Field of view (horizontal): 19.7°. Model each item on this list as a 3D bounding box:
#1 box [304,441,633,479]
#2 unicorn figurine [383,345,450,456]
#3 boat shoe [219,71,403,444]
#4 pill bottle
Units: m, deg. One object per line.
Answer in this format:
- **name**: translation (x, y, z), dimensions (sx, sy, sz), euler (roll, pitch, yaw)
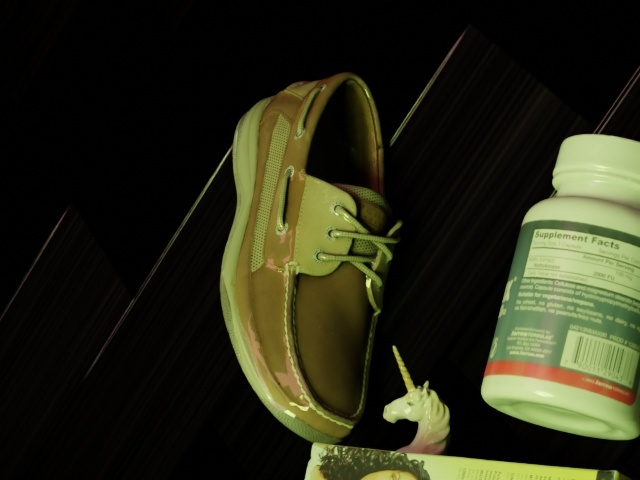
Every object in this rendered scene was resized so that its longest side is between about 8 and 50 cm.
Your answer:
- **box**: translation (0.093, 0.186, 1.200), dimensions (0.232, 0.058, 0.087), euler (0, 70, 35)
- **unicorn figurine**: translation (0.057, 0.176, 1.309), dimensions (0.111, 0.060, 0.162), euler (-42, 48, 24)
- **boat shoe**: translation (0.000, 0.000, 1.429), dimensions (0.116, 0.123, 0.324), euler (-33, 49, 35)
- **pill bottle**: translation (0.175, 0.029, 1.193), dimensions (0.108, 0.108, 0.180), euler (-1, 69, 52)
